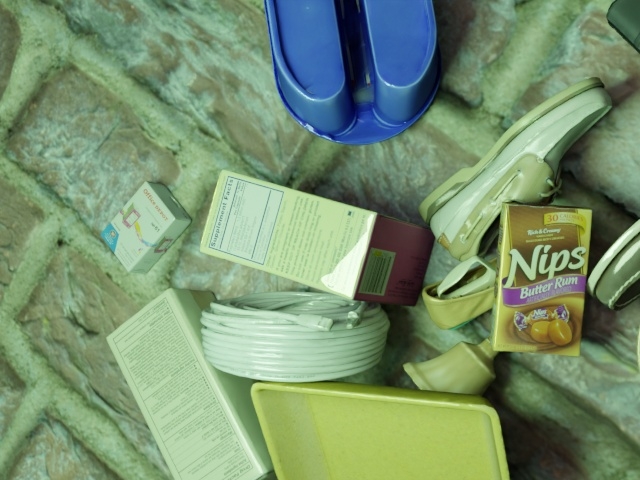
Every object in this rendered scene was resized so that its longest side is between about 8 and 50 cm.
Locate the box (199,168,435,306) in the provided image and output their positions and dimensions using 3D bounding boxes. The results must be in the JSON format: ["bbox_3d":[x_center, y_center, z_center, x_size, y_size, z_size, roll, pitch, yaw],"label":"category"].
[{"bbox_3d":[0.000,0.000,1.485,0.243,0.213,0.117,17,93,27],"label":"box"}]

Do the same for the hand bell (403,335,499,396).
[{"bbox_3d":[0.239,0.129,1.429,0.242,0.126,0.126,-44,68,4],"label":"hand bell"}]

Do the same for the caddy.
[{"bbox_3d":[0.042,-0.308,1.519,0.241,0.179,0.341,-8,80,3],"label":"caddy"}]

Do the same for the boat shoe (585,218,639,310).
[{"bbox_3d":[0.469,-0.018,1.310,0.324,0.116,0.097,-42,66,11],"label":"boat shoe"}]

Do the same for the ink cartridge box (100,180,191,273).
[{"bbox_3d":[-0.277,-0.021,1.718,0.122,0.052,0.088,-47,67,14],"label":"ink cartridge box"}]

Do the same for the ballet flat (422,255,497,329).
[{"bbox_3d":[0.239,0.041,1.419,0.232,0.080,0.073,-31,116,13],"label":"ballet flat"}]

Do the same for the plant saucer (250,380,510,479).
[{"bbox_3d":[0.103,0.306,1.411,0.332,0.081,0.333,2,123,26],"label":"plant saucer"}]

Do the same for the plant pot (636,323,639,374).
[{"bbox_3d":[0.499,0.127,1.273,0.237,0.109,0.237,1,92,23],"label":"plant pot"}]

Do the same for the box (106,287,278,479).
[{"bbox_3d":[-0.173,0.238,1.601,0.148,0.121,0.311,-36,71,20],"label":"box"}]

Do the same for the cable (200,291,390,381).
[{"bbox_3d":[-0.033,0.124,1.472,0.257,0.257,0.089,1,96,25],"label":"cable"}]

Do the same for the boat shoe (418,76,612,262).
[{"bbox_3d":[0.270,-0.087,1.423,0.302,0.113,0.103,-42,70,29],"label":"boat shoe"}]

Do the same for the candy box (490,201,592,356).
[{"bbox_3d":[0.275,0.047,1.356,0.109,0.053,0.187,4,94,2],"label":"candy box"}]

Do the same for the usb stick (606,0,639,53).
[{"bbox_3d":[0.451,-0.226,1.326,0.077,0.045,0.278,-40,49,12],"label":"usb stick"}]
